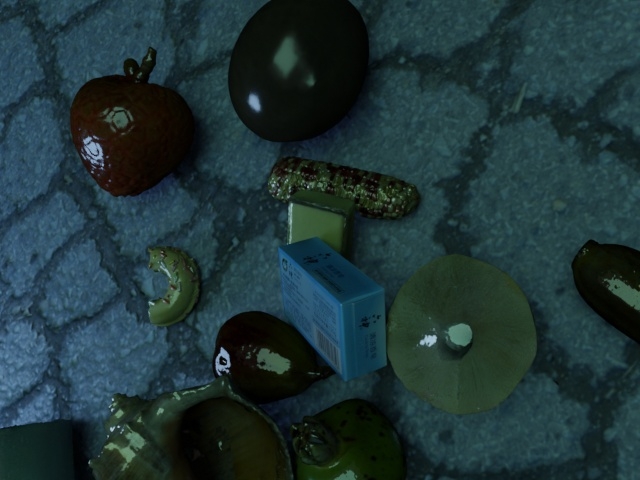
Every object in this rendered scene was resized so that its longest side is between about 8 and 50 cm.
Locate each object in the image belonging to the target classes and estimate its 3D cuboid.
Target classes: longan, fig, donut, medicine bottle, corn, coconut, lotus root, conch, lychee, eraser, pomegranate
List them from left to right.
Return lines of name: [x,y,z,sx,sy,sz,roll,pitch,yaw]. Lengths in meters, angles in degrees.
medicine bottle: [-0.592,0.501,1.175,0.244,0.245,0.290,-12,76,15]
lychee: [-0.378,-0.233,1.238,0.255,0.255,0.300,12,116,19]
donut: [-0.299,0.090,1.248,0.108,0.065,0.166,-1,80,17]
conch: [-0.193,0.353,1.039,0.352,0.210,0.297,41,103,-15]
fig: [-0.063,0.215,1.102,0.274,0.145,0.170,0,81,33]
longan: [-0.043,-0.326,1.155,0.300,0.243,0.300,-25,38,22]
eraser: [0.000,0.000,1.129,0.117,0.058,0.172,15,121,19]
pomegranate: [0.034,0.351,1.009,0.202,0.248,0.202,-20,46,22]
corn: [0.041,-0.094,1.159,0.289,0.098,0.098,13,85,15]
coconut: [0.223,0.149,0.978,0.239,0.244,0.239,-4,79,18]
lotus root: [0.502,0.095,0.962,0.241,0.124,0.123,34,81,19]

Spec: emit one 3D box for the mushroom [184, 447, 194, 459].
mushroom: [-0.212,0.475,1.138,0.099,0.096,0.278,-29,60,-16]

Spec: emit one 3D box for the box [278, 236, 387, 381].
box: [0.015,0.104,1.016,0.083,0.232,0.143,-16,117,-22]
